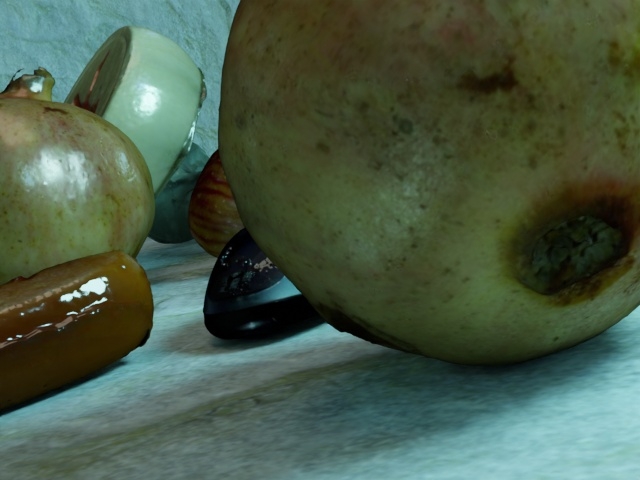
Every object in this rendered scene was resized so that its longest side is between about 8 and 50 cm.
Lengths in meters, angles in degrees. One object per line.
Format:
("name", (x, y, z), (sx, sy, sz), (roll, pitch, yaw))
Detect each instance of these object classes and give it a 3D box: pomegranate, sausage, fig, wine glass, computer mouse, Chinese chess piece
("pomegranate", (0.096, -0.072, 0.623), (0.322, 0.322, 0.322), (-13, 7, 2))
("sausage", (-0.270, 0.093, 0.810), (0.330, 0.102, 0.102), (-19, 10, -37))
("pomegranate", (-0.385, -0.064, 1.319), (0.338, 0.338, 0.338), (-13, 7, 2))
("fig", (-0.057, -0.045, 1.319), (0.207, 0.175, 0.175), (6, 13, 19))
("wine glass", (-0.141, -0.120, 1.653), (0.267, 0.267, 0.406), (-19, 6, -41))
("computer mouse", (-0.019, 0.018, 0.936), (0.137, 0.096, 0.233), (-9, 9, 30))
("Chinese chess piece", (-0.322, -0.173, 1.610), (0.141, 0.338, 0.338), (29, -15, -28))
